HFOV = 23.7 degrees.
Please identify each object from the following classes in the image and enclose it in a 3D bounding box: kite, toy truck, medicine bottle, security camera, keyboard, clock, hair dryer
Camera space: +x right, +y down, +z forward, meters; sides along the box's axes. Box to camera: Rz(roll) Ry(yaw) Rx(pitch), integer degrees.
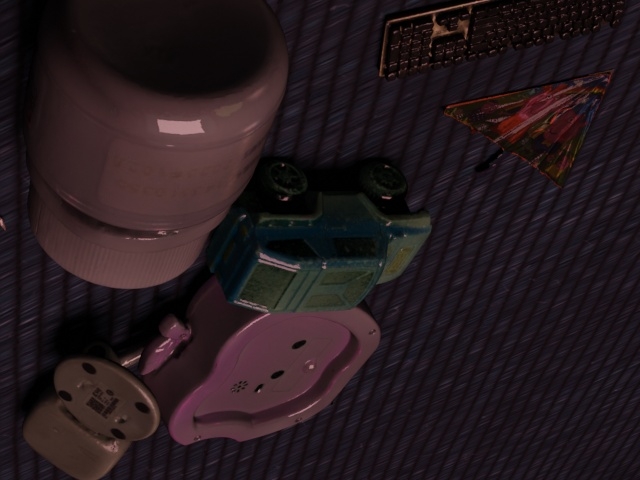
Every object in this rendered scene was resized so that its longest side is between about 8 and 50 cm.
[{"bbox_3d":[0.293,-0.154,2.014,0.234,0.016,0.321,-36,146,23],"label":"kite"},{"bbox_3d":[0.000,0.000,1.934,0.279,0.156,0.155,-1,143,-30],"label":"toy truck"},{"bbox_3d":[-0.180,-0.116,1.550,0.245,0.245,0.306,-7,145,-24],"label":"medicine bottle"},{"bbox_3d":[-0.307,0.230,2.091,0.157,0.080,0.301,37,140,-5],"label":"security camera"},{"bbox_3d":[0.220,-0.255,1.804,0.317,0.027,0.106,-15,148,-13],"label":"keyboard"},{"bbox_3d":[-0.084,0.152,2.130,0.339,0.102,0.338,-21,147,-15],"label":"clock"},{"bbox_3d":[-0.259,0.155,2.119,0.137,0.047,0.082,-27,149,-3],"label":"hair dryer"}]

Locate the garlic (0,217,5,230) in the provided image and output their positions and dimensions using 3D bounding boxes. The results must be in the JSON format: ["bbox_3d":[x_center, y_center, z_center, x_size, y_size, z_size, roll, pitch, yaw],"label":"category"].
[{"bbox_3d":[-0.471,-0.012,1.693,0.148,0.128,0.266,-16,161,13],"label":"garlic"}]
